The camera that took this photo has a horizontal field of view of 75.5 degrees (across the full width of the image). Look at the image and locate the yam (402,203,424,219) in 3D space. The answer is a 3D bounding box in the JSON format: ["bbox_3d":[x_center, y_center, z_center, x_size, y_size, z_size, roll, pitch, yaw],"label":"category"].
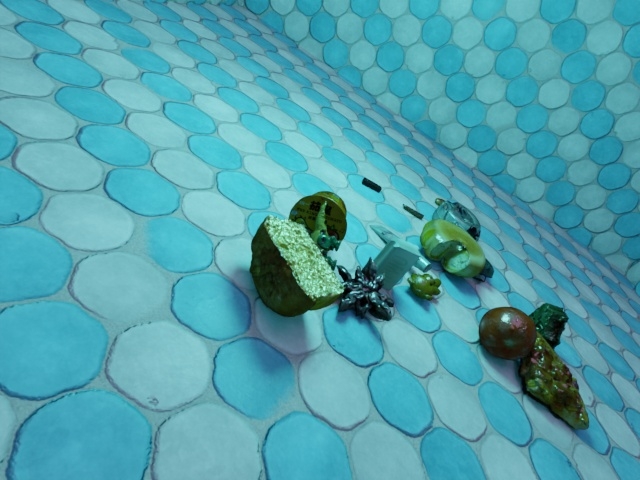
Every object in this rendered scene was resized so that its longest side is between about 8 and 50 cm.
[{"bbox_3d":[0.488,-0.153,2.198,0.130,0.033,0.027,29,60,-2],"label":"yam"}]

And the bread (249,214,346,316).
[{"bbox_3d":[-0.094,0.096,1.230,0.194,0.179,0.340,1,44,-43],"label":"bread"}]

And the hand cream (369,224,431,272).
[{"bbox_3d":[0.345,0.027,1.804,0.085,0.058,0.331,-6,36,-41],"label":"hand cream"}]

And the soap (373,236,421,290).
[{"bbox_3d":[0.266,0.087,1.539,0.119,0.198,0.066,22,34,-19],"label":"soap"}]

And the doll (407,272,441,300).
[{"bbox_3d":[0.434,0.168,1.686,0.137,0.097,0.209,40,28,17],"label":"doll"}]

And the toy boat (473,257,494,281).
[{"bbox_3d":[0.802,0.127,2.078,0.093,0.103,0.246,22,19,4],"label":"toy boat"}]

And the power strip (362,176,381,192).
[{"bbox_3d":[0.269,-0.291,2.170,0.111,0.029,0.038,27,33,-17],"label":"power strip"}]

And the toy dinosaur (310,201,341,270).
[{"bbox_3d":[0.000,0.000,1.410,0.153,0.259,0.094,25,-8,-17],"label":"toy dinosaur"}]

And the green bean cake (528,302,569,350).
[{"bbox_3d":[0.968,0.390,1.777,0.107,0.208,0.193,25,33,-10],"label":"green bean cake"}]

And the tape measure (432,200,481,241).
[{"bbox_3d":[0.744,-0.096,2.242,0.256,0.147,0.275,12,41,-32],"label":"tape measure"}]

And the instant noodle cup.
[{"bbox_3d":[0.004,-0.085,1.532,0.216,0.215,0.172,34,24,-2],"label":"instant noodle cup"}]

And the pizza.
[{"bbox_3d":[0.883,0.523,1.599,0.278,0.114,0.408,8,49,-33],"label":"pizza"}]

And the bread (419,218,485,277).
[{"bbox_3d":[0.611,0.041,1.939,0.333,0.160,0.333,25,35,-19],"label":"bread"}]

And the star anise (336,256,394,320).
[{"bbox_3d":[0.146,0.172,1.409,0.283,0.129,0.212,19,53,-16],"label":"star anise"}]

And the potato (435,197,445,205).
[{"bbox_3d":[0.725,-0.229,2.486,0.083,0.040,0.051,23,30,-21],"label":"potato"}]

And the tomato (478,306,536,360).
[{"bbox_3d":[0.723,0.353,1.605,0.208,0.208,0.184,37,26,2],"label":"tomato"}]
